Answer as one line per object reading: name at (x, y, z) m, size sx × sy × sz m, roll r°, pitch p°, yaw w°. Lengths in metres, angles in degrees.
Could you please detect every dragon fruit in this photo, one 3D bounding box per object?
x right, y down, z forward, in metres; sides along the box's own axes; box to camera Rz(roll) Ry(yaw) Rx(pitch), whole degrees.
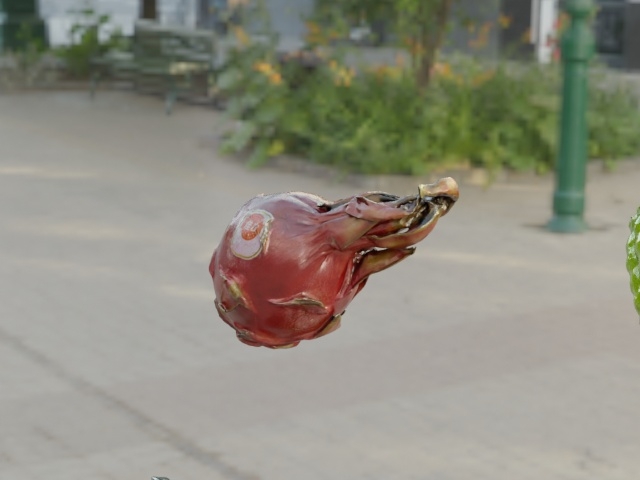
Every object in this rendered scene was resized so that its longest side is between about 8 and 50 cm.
dragon fruit at (0.000, 0.000, 0.898) m, size 0.094 × 0.094 × 0.190 m, roll -10°, pitch -20°, yaw -44°

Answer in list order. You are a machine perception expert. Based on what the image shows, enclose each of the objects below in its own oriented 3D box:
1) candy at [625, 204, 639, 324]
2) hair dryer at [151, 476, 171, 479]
candy at (0.257, 0.062, 1.007) m, size 0.096 × 0.209 × 0.097 m, roll -1°, pitch -33°, yaw 0°
hair dryer at (-0.059, 0.270, 1.314) m, size 0.298 × 0.119 × 0.296 m, roll -1°, pitch 0°, yaw 1°
